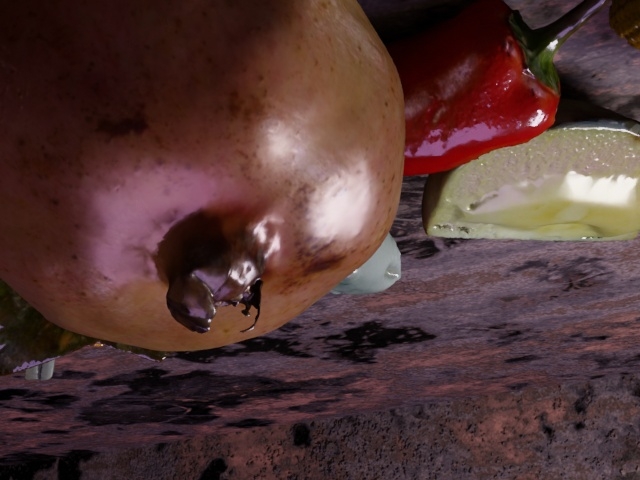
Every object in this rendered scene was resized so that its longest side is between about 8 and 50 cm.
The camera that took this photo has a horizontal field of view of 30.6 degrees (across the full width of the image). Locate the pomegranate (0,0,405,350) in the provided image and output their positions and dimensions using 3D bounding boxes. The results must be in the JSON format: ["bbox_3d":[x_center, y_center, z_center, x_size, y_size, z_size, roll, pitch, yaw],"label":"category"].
[{"bbox_3d":[-0.094,-0.066,0.817,0.338,0.338,0.338,-3,161,-1],"label":"pomegranate"}]

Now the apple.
[{"bbox_3d":[0.233,-0.083,1.167,0.264,0.120,0.193,1,149,-20],"label":"apple"}]

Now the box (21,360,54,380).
[{"bbox_3d":[-0.458,0.029,1.282,0.343,0.178,0.352,4,160,-13],"label":"box"}]

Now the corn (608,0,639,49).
[{"bbox_3d":[0.299,-0.207,0.888,0.068,0.068,0.207,6,158,-26],"label":"corn"}]

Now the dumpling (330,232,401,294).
[{"bbox_3d":[0.005,0.010,1.402,0.149,0.105,0.216,-12,160,23],"label":"dumpling"}]

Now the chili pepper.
[{"bbox_3d":[0.131,-0.130,0.987,0.338,0.131,0.134,-13,168,20],"label":"chili pepper"}]

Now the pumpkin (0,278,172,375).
[{"bbox_3d":[-0.212,0.003,1.098,0.258,0.290,0.095,7,-174,-17],"label":"pumpkin"}]
